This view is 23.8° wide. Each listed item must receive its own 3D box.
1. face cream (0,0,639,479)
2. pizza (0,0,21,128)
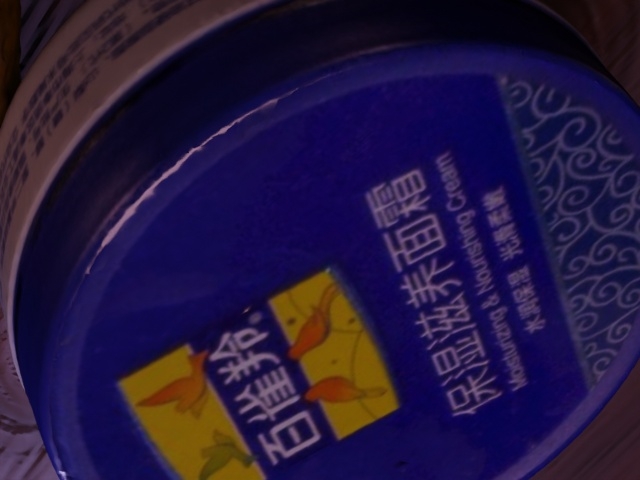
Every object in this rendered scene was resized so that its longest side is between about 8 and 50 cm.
[{"bbox_3d":[0.000,0.000,0.485,0.206,0.111,0.206,-13,129,-17],"label":"face cream"},{"bbox_3d":[-0.180,-0.124,0.428,0.268,0.087,0.258,22,121,-18],"label":"pizza"}]
